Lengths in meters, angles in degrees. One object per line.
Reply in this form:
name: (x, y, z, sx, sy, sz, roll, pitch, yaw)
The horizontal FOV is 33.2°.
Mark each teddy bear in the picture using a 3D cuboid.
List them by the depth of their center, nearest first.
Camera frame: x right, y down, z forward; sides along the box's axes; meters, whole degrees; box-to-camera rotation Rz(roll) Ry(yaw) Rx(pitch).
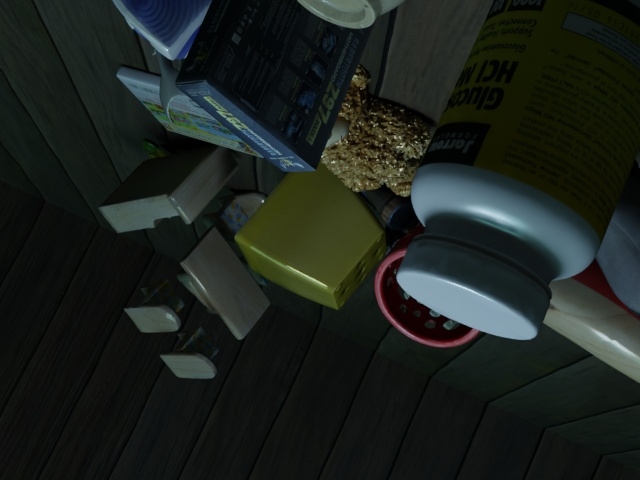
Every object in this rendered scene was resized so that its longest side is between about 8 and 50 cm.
teddy bear: (0.047, -0.142, 1.578, 0.245, 0.113, 0.338, 19, 166, 15)

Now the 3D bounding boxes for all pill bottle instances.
pill bottle: (0.202, -0.084, 1.032, 0.188, 0.334, 0.188, 23, 166, 6)

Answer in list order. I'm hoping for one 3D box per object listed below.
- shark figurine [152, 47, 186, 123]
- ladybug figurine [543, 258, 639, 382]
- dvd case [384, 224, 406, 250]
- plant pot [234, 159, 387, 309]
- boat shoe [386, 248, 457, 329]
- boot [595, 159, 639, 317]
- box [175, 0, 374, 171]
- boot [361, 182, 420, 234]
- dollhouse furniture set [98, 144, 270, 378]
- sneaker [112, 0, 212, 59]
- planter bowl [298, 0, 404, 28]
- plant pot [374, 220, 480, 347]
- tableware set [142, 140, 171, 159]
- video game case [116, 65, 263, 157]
shark figurine: (-0.159, -0.279, 1.387, 0.116, 0.278, 0.166, -20, 114, 17)
ladybug figurine: (0.393, 0.067, 1.482, 0.449, 0.162, 0.305, 36, -172, 41)
dvd case: (0.204, 0.033, 1.974, 0.179, 0.030, 0.239, 26, -173, -3)
plant pot: (0.000, 0.000, 1.883, 0.187, 0.212, 0.212, 38, 170, 14)
boat shoe: (0.219, 0.102, 2.163, 0.109, 0.094, 0.302, 33, 180, 45)
boot: (0.276, -0.054, 1.189, 0.222, 0.118, 0.338, 28, -160, -22)
box: (-0.038, -0.218, 1.171, 0.059, 0.233, 0.183, 4, 156, 46)
boot: (0.145, -0.060, 1.854, 0.106, 0.082, 0.219, 47, -170, 28)
dollhouse furniture set: (-0.217, 0.020, 2.174, 0.256, 0.362, 0.394, -7, 126, 46)
sneaker: (-0.226, -0.341, 1.234, 0.315, 0.127, 0.182, 46, 178, 6)
planter bowl: (0.031, -0.282, 1.070, 0.162, 0.109, 0.162, 24, 166, 6)
plant pot: (0.206, 0.049, 1.742, 0.191, 0.174, 0.191, 17, 130, 21)
tableware set: (-0.307, -0.171, 2.291, 0.154, 0.024, 0.104, 21, 163, 20)
video game case: (-0.226, -0.229, 1.915, 0.227, 0.026, 0.206, 18, 165, 25)
